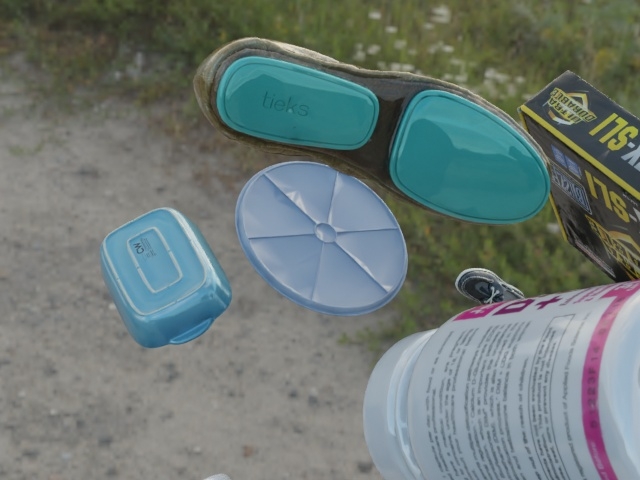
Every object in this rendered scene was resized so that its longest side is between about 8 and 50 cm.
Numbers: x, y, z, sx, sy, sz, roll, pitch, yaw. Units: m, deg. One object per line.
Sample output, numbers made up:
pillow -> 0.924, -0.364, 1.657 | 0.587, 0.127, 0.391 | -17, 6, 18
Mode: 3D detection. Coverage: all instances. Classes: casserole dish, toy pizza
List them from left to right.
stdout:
casserole dish -> -0.164, 0.030, 1.283 | 0.114, 0.037, 0.188 | -28, 44, -7
toy pizza -> 0.000, 0.000, 1.362 | 0.201, 0.032, 0.201 | 14, 50, -17

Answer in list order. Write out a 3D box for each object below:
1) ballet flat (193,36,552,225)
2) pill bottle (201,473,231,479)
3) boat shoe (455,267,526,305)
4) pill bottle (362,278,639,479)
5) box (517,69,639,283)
ballet flat -> 0.044, -0.103, 1.115 | 0.342, 0.116, 0.124 | 13, 15, -22
pill bottle -> -0.036, 0.370, 0.929 | 0.210, 0.210, 0.363 | -26, 72, -41
boat shoe -> 0.233, 0.075, 1.677 | 0.125, 0.046, 0.038 | 28, 15, -35
pill bottle -> 0.160, 0.116, 0.854 | 0.160, 0.160, 0.283 | -18, 1, -33
box -> 0.361, -0.006, 1.333 | 0.079, 0.257, 0.322 | -37, 49, -7
